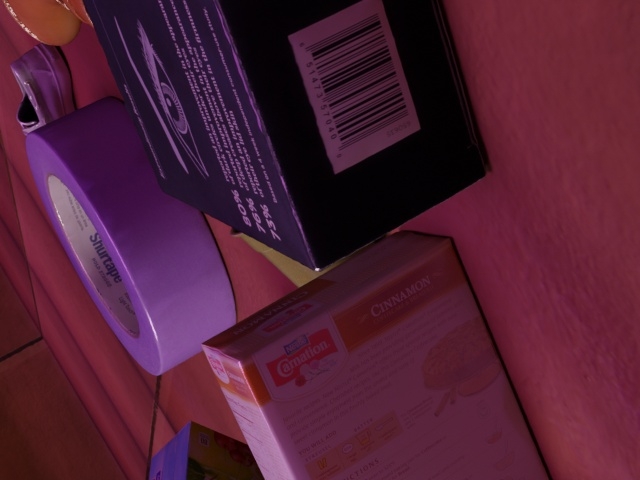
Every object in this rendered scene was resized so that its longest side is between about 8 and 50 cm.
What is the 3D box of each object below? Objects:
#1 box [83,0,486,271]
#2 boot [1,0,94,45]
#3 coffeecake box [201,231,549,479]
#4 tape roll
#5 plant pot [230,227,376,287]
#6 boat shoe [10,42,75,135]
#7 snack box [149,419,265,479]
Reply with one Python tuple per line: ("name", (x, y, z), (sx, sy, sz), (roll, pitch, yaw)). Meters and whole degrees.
("box", (-0.030, -0.093, 0.592), (0.207, 0.108, 0.153), (28, 142, 57))
("boot", (-0.209, -0.209, 0.930), (0.152, 0.073, 0.197), (43, 157, 31))
("coffeecake box", (0.038, 0.109, 0.651), (0.068, 0.142, 0.185), (8, 125, 65))
("tape roll", (-0.194, -0.003, 1.142), (0.275, 0.090, 0.275), (50, 158, 28))
("plant pot", (0.000, 0.000, 0.710), (0.079, 0.083, 0.083), (51, 162, -13))
("boat shoe", (-0.312, -0.147, 1.266), (0.066, 0.063, 0.184), (55, 159, 16))
("snack box", (-0.036, 0.259, 0.874), (0.070, 0.207, 0.174), (-46, 29, 34))
